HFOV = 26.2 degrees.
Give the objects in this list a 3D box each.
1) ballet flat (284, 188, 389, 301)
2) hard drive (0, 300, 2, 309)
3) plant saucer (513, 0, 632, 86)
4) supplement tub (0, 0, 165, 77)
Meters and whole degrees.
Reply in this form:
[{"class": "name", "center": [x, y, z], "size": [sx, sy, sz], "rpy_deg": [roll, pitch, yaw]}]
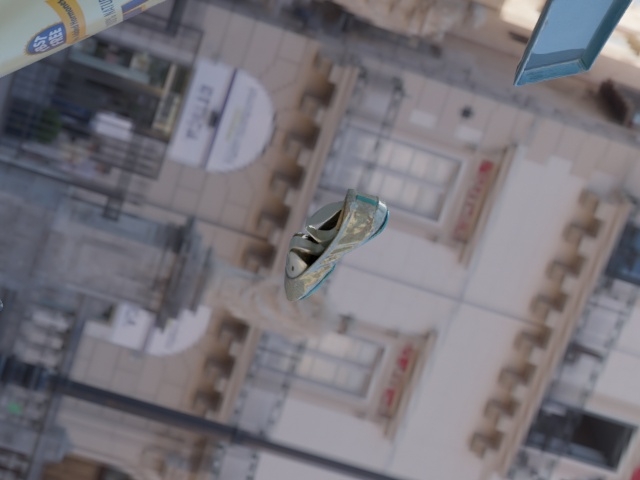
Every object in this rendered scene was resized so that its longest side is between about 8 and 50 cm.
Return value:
[{"class": "ballet flat", "center": [0.000, 0.000, 1.289], "size": [0.168, 0.052, 0.057], "rpy_deg": [-43, -150, 42]}, {"class": "hard drive", "center": [-0.338, 0.047, 1.176], "size": [0.135, 0.094, 0.022], "rpy_deg": [-31, -178, 36]}, {"class": "plant saucer", "center": [0.192, -0.161, 1.056], "size": [0.192, 0.067, 0.018], "rpy_deg": [94, -16, -79]}, {"class": "supplement tub", "center": [-0.149, -0.217, 0.686], "size": [0.235, 0.325, 0.235], "rpy_deg": [62, -7, 13]}]
